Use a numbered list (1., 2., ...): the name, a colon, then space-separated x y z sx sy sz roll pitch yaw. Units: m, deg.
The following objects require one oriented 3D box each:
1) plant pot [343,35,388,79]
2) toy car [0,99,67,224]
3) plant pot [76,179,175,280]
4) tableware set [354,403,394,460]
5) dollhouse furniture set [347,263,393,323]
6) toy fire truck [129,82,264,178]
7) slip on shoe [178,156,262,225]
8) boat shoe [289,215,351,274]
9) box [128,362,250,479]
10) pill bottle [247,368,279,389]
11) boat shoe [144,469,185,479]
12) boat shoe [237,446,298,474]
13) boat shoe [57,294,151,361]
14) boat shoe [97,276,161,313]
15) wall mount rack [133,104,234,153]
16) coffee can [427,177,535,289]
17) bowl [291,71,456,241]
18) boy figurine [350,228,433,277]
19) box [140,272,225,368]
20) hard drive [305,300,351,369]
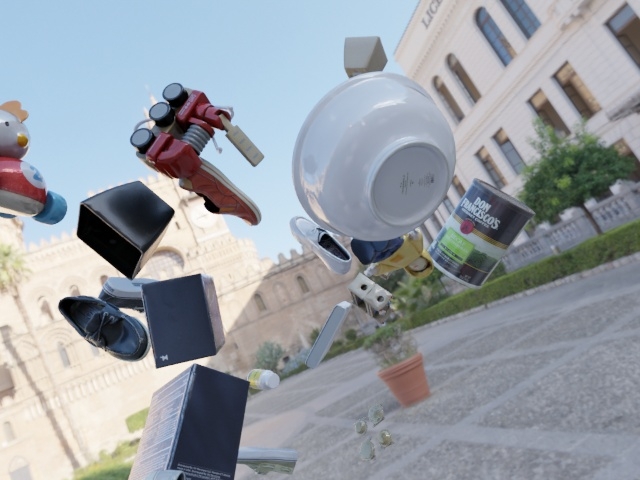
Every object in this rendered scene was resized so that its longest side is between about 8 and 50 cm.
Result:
1. plant pot: 0.125 -0.522 1.359 0.109 0.096 0.109 10 -15 25
2. toy car: -0.633 -0.176 0.921 0.210 0.237 0.219 8 -10 12
3. plant pot: -0.490 -0.042 1.194 0.187 0.188 0.167 -44 8 50
4. tableware set: 0.172 0.635 1.531 0.020 0.168 0.141 30 -62 -36
5. dollhouse furniture set: 0.196 0.139 1.443 0.183 0.129 0.129 -48 -26 -15
6. toy fire truck: -0.285 -0.235 1.119 0.217 0.246 0.158 -63 -22 -17
7. slip on shoe: -0.273 -0.115 1.275 0.101 0.123 0.331 -59 -30 -8
8. boat shoe: 0.000 0.000 1.047 0.066 0.184 0.063 -29 -24 -29
9. box: -0.347 0.524 1.214 0.183 0.294 0.296 27 -44 -26
10. pill bottle: -0.190 0.468 1.550 0.065 0.065 0.116 -15 1 -42
11. boat shoe: -0.282 0.529 0.823 0.081 0.227 0.079 -13 -38 9
12. boat shoe: -0.214 0.846 1.767 0.302 0.094 0.109 19 -23 -30
13. boat shoe: -0.617 0.235 1.295 0.127 0.340 0.113 -59 -31 -6
14. boat shoe: -0.625 0.201 1.601 0.105 0.113 0.306 -55 -24 9
15. wall mount rack: -0.429 -0.379 1.535 0.350 0.130 0.304 -18 -15 -23
16. coffee can: 0.477 -0.020 1.398 0.201 0.201 0.275 -6 -50 -57
17. bowl: 0.112 -0.110 0.754 0.298 0.134 0.297 -11 -59 -19
18. boy figurine: 0.188 0.037 1.156 0.177 0.092 0.285 -42 -35 20
19. box: -0.257 0.149 0.893 0.108 0.153 0.207 -11 -4 -8
20. hard drive: 0.034 0.298 1.508 0.203 0.040 0.307 -62 -9 -2
